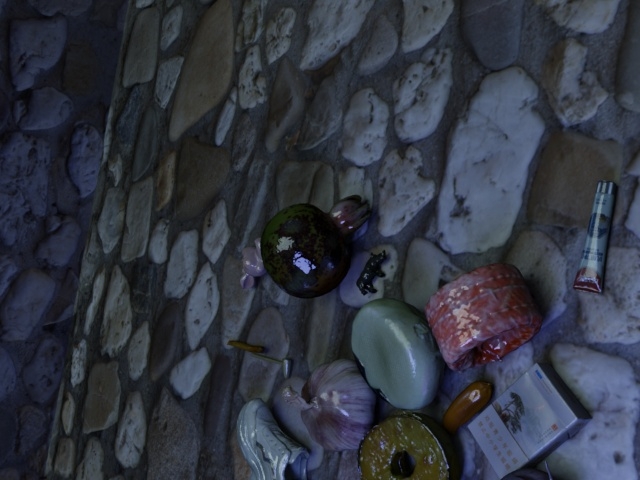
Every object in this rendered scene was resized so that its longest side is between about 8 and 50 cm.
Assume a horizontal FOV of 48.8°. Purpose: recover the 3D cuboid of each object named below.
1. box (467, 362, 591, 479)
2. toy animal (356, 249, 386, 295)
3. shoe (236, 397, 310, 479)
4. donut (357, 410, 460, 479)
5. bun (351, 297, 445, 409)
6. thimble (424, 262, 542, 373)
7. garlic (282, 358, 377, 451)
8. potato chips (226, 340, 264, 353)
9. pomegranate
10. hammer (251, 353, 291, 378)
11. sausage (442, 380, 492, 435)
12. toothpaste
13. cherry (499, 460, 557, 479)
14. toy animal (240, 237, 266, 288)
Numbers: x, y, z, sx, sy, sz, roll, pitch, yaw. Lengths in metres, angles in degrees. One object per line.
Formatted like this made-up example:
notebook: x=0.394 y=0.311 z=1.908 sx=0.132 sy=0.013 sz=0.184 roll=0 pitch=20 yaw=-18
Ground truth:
box: x=0.445 y=0.393 z=1.525 sx=0.233 sy=0.067 sz=0.150 roll=-51 pitch=50 yaw=26
toy animal: x=0.142 y=0.082 z=1.933 sx=0.065 sy=0.047 sz=0.136 roll=51 pitch=123 yaw=50
shoe: x=-0.117 y=0.609 z=2.030 sx=0.210 sy=0.132 sz=0.342 roll=-30 pitch=64 yaw=34
donut: x=0.220 y=0.533 z=1.684 sx=0.272 sy=0.107 sz=0.272 roll=3 pitch=95 yaw=44
bun: x=0.208 y=0.265 z=1.733 sx=0.283 sy=0.179 sz=0.284 roll=30 pitch=128 yaw=47
thimble: x=0.356 y=0.174 z=1.551 sx=0.239 sy=0.239 sz=0.162 roll=-43 pitch=55 yaw=31
garlic: x=0.009 y=0.425 z=1.849 sx=0.245 sy=0.253 sz=0.245 roll=-27 pitch=55 yaw=47
potato chips: x=-0.238 y=0.345 z=2.284 sx=0.204 sy=0.037 sz=0.026 roll=1 pitch=72 yaw=52
pomegranate: x=0.000 y=0.000 z=1.979 sx=0.340 sy=0.285 sz=0.285 roll=-37 pitch=51 yaw=2
hammer: x=-0.156 y=0.383 z=2.197 sx=0.195 sy=0.028 sz=0.060 roll=4 pitch=90 yaw=50
sausage: x=0.337 y=0.389 z=1.649 sx=0.183 sy=0.054 sz=0.062 roll=-52 pitch=20 yaw=28
toothpaste: x=0.586 y=-0.007 z=1.494 sx=0.062 sy=0.039 sz=0.239 roll=11 pitch=91 yaw=40
cherry: x=0.423 y=0.576 z=1.421 sx=0.266 sy=0.183 sz=0.213 roll=-58 pitch=35 yaw=41
toy animal: x=-0.213 y=0.071 z=2.261 sx=0.212 sy=0.124 sz=0.124 roll=-41 pitch=53 yaw=28
